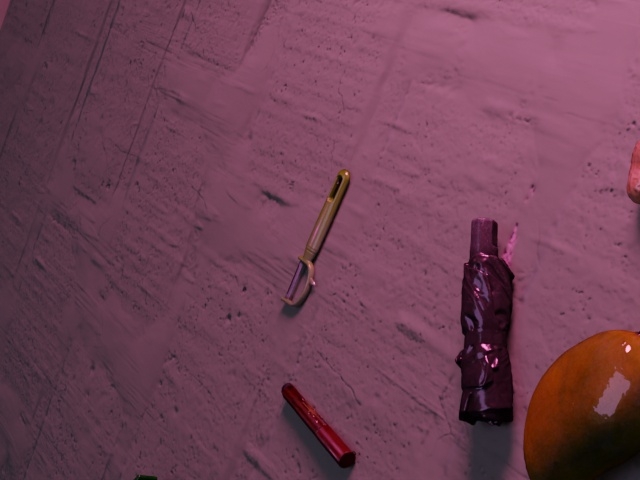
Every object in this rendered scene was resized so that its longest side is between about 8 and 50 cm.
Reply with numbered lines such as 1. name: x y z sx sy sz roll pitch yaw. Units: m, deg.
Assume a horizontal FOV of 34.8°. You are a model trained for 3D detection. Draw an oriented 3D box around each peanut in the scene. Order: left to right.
1. peanut: 0.330 -0.077 1.027 0.037 0.037 0.083 19 91 53

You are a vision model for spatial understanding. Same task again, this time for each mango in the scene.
1. mango: 0.261 0.163 0.991 0.191 0.085 0.122 -46 49 31

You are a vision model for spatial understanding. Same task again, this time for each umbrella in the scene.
1. umbrella: 0.186 0.087 1.139 0.066 0.059 0.235 -5 71 29

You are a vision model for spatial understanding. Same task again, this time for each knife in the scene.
1. knife: -0.001 0.000 1.436 0.054 0.015 0.212 36 106 50

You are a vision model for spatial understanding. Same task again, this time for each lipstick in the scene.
1. lipstick: -0.008 0.242 1.352 0.176 0.027 0.027 40 109 51

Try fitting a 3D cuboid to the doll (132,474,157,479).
1. doll: -0.314 0.469 1.593 0.134 0.106 0.186 -18 64 36
